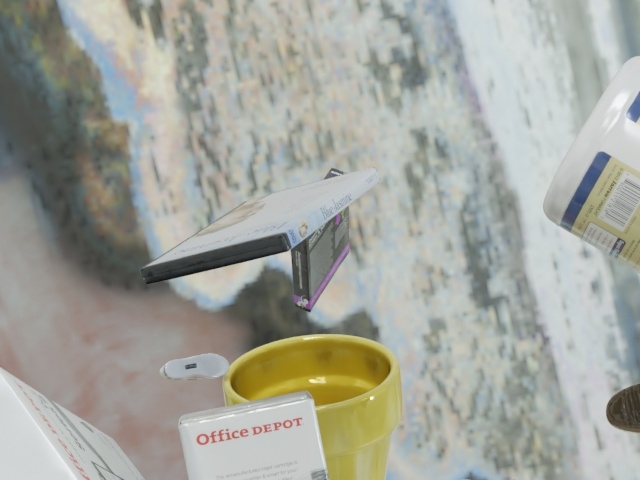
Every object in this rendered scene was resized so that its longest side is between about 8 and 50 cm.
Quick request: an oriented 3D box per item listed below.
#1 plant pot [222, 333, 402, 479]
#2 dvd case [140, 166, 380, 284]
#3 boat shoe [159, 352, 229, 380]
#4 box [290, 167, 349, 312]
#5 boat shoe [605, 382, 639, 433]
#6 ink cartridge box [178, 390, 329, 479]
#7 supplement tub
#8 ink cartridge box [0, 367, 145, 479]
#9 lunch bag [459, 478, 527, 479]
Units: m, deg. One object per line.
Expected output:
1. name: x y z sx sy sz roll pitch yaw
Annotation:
1. plant pot: -0.004 0.292 2.071 0.254 0.254 0.239 -76 162 -70
2. dvd case: -0.061 -0.018 1.558 0.253 0.180 0.022 -38 112 -60
3. boat shoe: -0.177 0.180 2.010 0.035 0.100 0.035 -24 -107 58
4. box: 0.000 0.000 1.854 0.116 0.029 0.162 -56 159 -34
5. boat shoe: 0.461 0.216 1.838 0.072 0.190 0.068 25 62 -46
6. ink cartridge box: -0.068 0.296 1.673 0.092 0.160 0.219 -167 -113 -85
7. supplement tub: 0.448 -0.049 1.688 0.228 0.316 0.228 -55 169 -16
8. ink cartridge box: -0.263 0.274 1.482 0.211 0.121 0.289 46 -3 29
9. lunch bag: 0.182 0.385 1.431 0.224 0.108 0.279 37 -65 59
